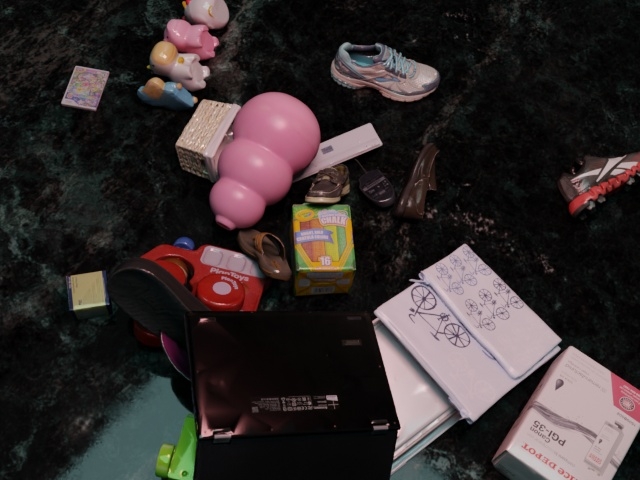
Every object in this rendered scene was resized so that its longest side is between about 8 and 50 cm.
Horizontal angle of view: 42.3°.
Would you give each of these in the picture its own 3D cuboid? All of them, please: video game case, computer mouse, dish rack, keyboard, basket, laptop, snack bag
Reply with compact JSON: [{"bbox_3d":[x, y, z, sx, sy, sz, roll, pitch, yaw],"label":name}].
[{"bbox_3d":[-0.586,-0.380,2.065,0.087,0.011,0.122,10,62,0],"label":"video game case"},{"bbox_3d":[0.102,-0.166,2.007,0.071,0.041,0.242,-30,62,-9],"label":"computer mouse"},{"bbox_3d":[0.151,0.300,1.741,0.333,0.072,0.285,-32,69,-21],"label":"dish rack"},{"bbox_3d":[0.021,-0.212,2.011,0.256,0.014,0.072,-23,59,-7],"label":"keyboard"},{"bbox_3d":[-0.261,-0.239,1.960,0.103,0.113,0.167,17,60,12],"label":"basket"},{"bbox_3d":[-0.072,0.364,1.576,0.382,0.236,0.408,2,52,-21],"label":"laptop"},{"bbox_3d":[0.317,0.186,1.785,0.342,0.037,0.323,-28,68,-36],"label":"snack bag"}]

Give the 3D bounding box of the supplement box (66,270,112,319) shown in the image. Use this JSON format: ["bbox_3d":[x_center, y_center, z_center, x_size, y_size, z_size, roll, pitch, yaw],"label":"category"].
[{"bbox_3d":[-0.497,0.118,1.782,0.083,0.056,0.083,-9,63,-10],"label":"supplement box"}]

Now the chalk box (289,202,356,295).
[{"bbox_3d":[0.000,0.000,1.849,0.132,0.132,0.213,-2,62,-7],"label":"chalk box"}]

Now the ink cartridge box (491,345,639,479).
[{"bbox_3d":[0.517,0.395,1.695,0.207,0.117,0.283,34,64,12],"label":"ink cartridge box"}]

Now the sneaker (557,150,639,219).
[{"bbox_3d":[0.692,-0.166,2.021,0.276,0.097,0.135,-29,71,-17],"label":"sneaker"}]

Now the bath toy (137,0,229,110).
[{"bbox_3d":[-0.345,-0.490,2.088,0.129,0.151,0.348,-4,55,33],"label":"bath toy"}]

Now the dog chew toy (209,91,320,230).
[{"bbox_3d":[-0.140,-0.173,1.897,0.206,0.206,0.332,26,76,9],"label":"dog chew toy"}]

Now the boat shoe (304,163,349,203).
[{"bbox_3d":[0.017,-0.131,1.884,0.080,0.223,0.073,6,104,16],"label":"boat shoe"}]

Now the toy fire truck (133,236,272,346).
[{"bbox_3d":[-0.266,0.099,1.775,0.302,0.169,0.254,14,38,1],"label":"toy fire truck"}]

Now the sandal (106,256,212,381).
[{"bbox_3d":[-0.241,0.215,1.626,0.446,0.167,0.107,39,35,-16],"label":"sandal"}]

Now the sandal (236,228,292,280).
[{"bbox_3d":[-0.117,0.018,1.820,0.090,0.060,0.219,11,20,-26],"label":"sandal"}]

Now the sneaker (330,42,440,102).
[{"bbox_3d":[0.169,-0.435,2.102,0.283,0.122,0.110,7,62,-1],"label":"sneaker"}]

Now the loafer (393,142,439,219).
[{"bbox_3d":[0.243,-0.135,1.983,0.078,0.080,0.220,26,67,-2],"label":"loafer"}]

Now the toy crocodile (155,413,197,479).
[{"bbox_3d":[-0.266,0.499,1.585,0.115,0.105,0.340,9,57,-2],"label":"toy crocodile"}]
